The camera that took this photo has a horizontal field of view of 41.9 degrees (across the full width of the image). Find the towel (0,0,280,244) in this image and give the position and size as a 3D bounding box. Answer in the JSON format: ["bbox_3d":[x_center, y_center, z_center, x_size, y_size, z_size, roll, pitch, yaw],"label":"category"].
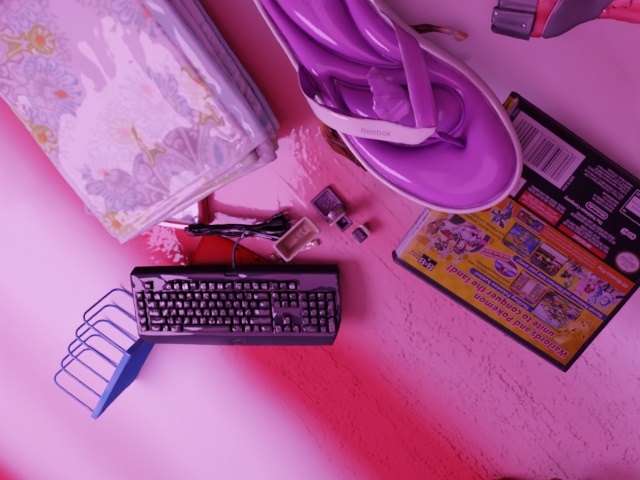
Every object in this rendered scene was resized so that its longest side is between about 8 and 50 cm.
[{"bbox_3d":[-0.268,-0.202,1.117,0.320,0.090,0.374,-27,105,29],"label":"towel"}]

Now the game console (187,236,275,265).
[{"bbox_3d":[-0.136,0.072,1.290,0.144,0.085,0.124,28,154,5],"label":"game console"}]

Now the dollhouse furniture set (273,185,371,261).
[{"bbox_3d":[0.000,0.000,1.136,0.114,0.081,0.091,-42,98,6],"label":"dollhouse furniture set"}]

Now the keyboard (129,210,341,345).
[{"bbox_3d":[-0.127,0.060,1.224,0.317,0.033,0.202,-1,101,10],"label":"keyboard"}]

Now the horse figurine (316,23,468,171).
[{"bbox_3d":[0.063,-0.203,1.040,0.174,0.066,0.263,23,120,0],"label":"horse figurine"}]

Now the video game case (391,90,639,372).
[{"bbox_3d":[0.269,-0.004,1.026,0.275,0.035,0.248,33,106,-9],"label":"video game case"}]

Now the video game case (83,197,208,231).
[{"bbox_3d":[-0.267,-0.156,1.209,0.204,0.025,0.285,9,120,16],"label":"video game case"}]

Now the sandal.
[{"bbox_3d":[0.051,-0.185,0.948,0.416,0.102,0.169,46,115,5],"label":"sandal"}]

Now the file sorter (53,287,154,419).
[{"bbox_3d":[-0.347,0.180,1.366,0.104,0.118,0.170,36,123,4],"label":"file sorter"}]

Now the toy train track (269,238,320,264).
[{"bbox_3d":[-0.040,0.016,1.224,0.083,0.014,0.048,-18,109,27],"label":"toy train track"}]

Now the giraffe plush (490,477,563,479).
[{"bbox_3d":[0.289,0.433,1.254,0.170,0.210,0.181,17,141,50],"label":"giraffe plush"}]

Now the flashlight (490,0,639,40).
[{"bbox_3d":[0.342,-0.244,0.896,0.304,0.103,0.103,15,147,11],"label":"flashlight"}]
